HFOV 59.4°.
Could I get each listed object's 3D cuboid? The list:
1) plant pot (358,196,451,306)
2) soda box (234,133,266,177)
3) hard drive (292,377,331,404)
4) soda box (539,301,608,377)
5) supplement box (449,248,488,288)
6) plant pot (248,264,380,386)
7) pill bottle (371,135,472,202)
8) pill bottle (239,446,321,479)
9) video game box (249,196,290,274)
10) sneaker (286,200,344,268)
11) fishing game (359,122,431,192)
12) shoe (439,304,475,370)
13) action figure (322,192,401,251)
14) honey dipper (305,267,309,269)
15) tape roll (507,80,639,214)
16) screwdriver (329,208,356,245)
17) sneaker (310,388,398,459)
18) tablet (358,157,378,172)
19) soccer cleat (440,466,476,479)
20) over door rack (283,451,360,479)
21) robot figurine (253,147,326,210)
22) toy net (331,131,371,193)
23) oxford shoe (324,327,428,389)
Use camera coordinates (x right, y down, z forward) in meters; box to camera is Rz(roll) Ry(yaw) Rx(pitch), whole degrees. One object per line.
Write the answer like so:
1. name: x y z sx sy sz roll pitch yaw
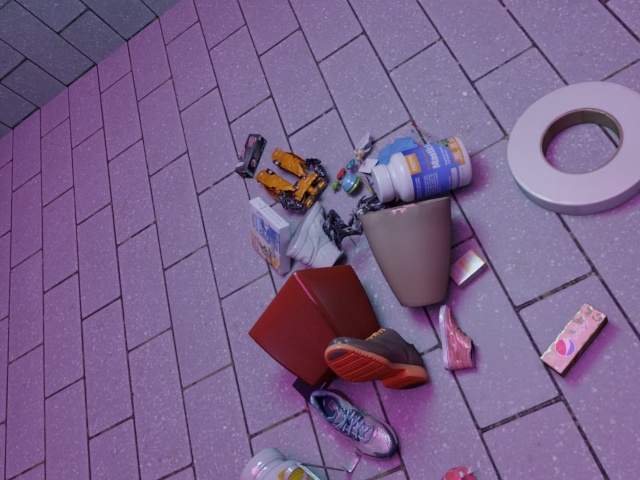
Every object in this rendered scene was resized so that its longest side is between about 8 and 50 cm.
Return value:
1. plant pot: 0.260 0.038 1.564 0.256 0.256 0.274 -11 93 26
2. soda box: -0.270 -0.328 2.175 0.060 0.053 0.169 9 72 33
3. hard drive: -0.015 0.413 1.691 0.094 0.022 0.135 36 88 37
4. soda box: 0.621 0.243 1.374 0.181 0.058 0.061 -52 53 1
5. supplement box: 0.413 0.080 1.587 0.098 0.036 0.062 -41 54 7
6. plant pot: 0.010 0.249 1.585 0.236 0.267 0.267 50 119 25
7. pill bottle: 0.296 -0.203 1.671 0.272 0.152 0.152 -16 58 -1
8. pill bottle: -0.058 0.706 1.475 0.334 0.188 0.188 31 85 37
9. video game box: -0.170 -0.015 1.886 0.048 0.205 0.187 -23 45 -27
10. sneaker: 0.000 0.000 1.837 0.108 0.169 0.292 -49 13 37
11. fishing game: 0.245 -0.261 1.825 0.264 0.041 0.189 -46 30 8
12. shoe: 0.370 0.259 1.515 0.081 0.063 0.178 -10 68 25
13. action figure: 0.148 -0.063 1.752 0.276 0.141 0.164 -24 33 -18
14. honey dipper: -0.077 0.164 1.843 0.030 0.030 0.160 28 86 37
15. tape roll: 0.719 -0.257 1.545 0.392 0.072 0.392 -13 61 26
16. screwdriver: 0.077 -0.041 1.861 0.024 0.025 0.170 -39 63 8
17. sneaker: 0.078 0.501 1.532 0.283 0.122 0.110 25 82 36
18. tablet: 0.160 -0.253 1.892 0.054 0.006 0.083 -58 26 -4
19. soccer cleat: 0.368 0.662 1.324 0.095 0.083 0.248 -51 52 38
20. over door rack: 0.077 0.635 1.356 0.239 0.324 0.108 29 93 35
21. robot figurine: -0.099 -0.218 2.002 0.291 0.085 0.211 34 88 38
22. toy net: 0.120 -0.263 1.920 0.232 0.045 0.122 -62 18 -15
23. oxford shoe: 0.138 0.292 1.455 0.130 0.364 0.132 -29 52 30
